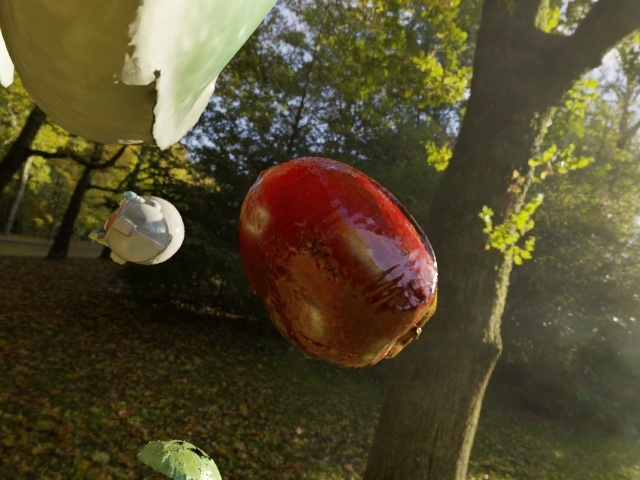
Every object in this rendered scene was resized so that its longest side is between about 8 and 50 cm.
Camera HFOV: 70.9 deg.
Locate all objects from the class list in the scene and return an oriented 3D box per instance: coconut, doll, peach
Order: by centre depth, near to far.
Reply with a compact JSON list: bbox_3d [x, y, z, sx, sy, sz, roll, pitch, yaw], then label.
[{"bbox_3d":[0.004,-0.002,0.473,0.158,0.267,0.154,-10,-28,-42],"label":"peach"},{"bbox_3d":[-0.219,0.387,0.759,0.133,0.055,0.158,24,-16,41],"label":"coconut"},{"bbox_3d":[-0.335,-0.017,0.849,0.151,0.151,0.287,12,-1,-15],"label":"doll"}]

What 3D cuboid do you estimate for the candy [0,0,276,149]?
[{"bbox_3d":[-0.114,-0.262,0.389,0.186,0.386,0.427,41,-12,-17],"label":"candy"}]

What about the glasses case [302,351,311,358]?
[{"bbox_3d":[-0.041,0.183,0.932,0.042,0.072,0.191,-17,-34,-1],"label":"glasses case"}]

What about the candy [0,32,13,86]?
[{"bbox_3d":[-0.633,-0.468,0.759,0.208,0.359,0.145,6,2,-29],"label":"candy"}]
